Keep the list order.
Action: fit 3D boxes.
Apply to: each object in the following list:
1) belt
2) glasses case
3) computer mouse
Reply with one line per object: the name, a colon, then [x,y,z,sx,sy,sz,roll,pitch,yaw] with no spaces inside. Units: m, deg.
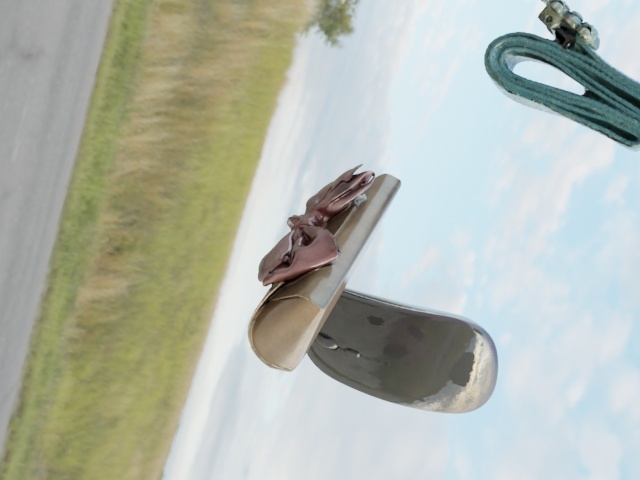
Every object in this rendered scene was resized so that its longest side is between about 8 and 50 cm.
belt: [0.234,-0.143,0.658,0.100,0.179,0.065,-61,160,13]
glasses case: [0.000,0.000,0.613,0.193,0.070,0.102,-56,174,-48]
computer mouse: [0.074,0.115,0.818,0.057,0.232,0.120,-37,134,-51]
